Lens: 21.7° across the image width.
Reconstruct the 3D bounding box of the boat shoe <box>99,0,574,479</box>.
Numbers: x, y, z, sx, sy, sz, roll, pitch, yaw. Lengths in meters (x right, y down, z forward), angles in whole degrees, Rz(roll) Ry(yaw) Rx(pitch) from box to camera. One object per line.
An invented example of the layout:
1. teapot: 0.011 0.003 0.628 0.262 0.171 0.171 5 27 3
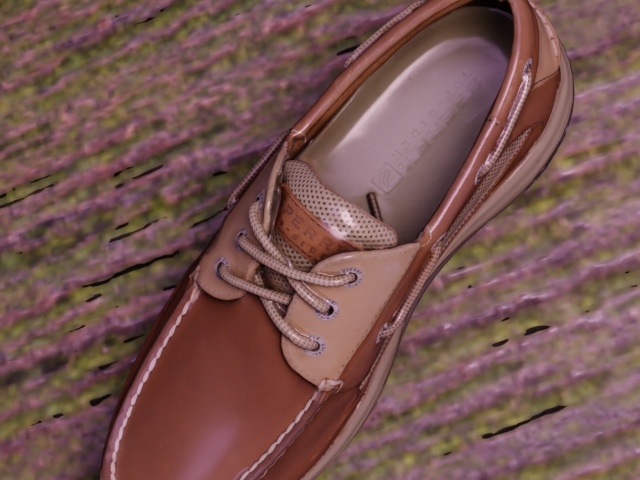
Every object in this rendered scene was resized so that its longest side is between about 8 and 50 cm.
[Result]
1. boat shoe: 0.000 0.000 0.813 0.122 0.120 0.324 34 84 17
